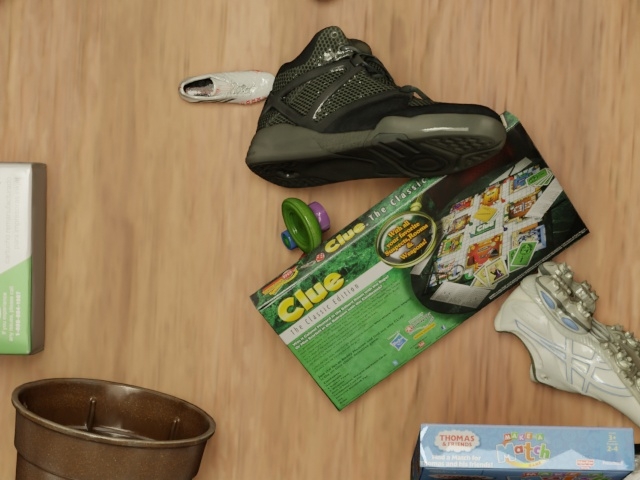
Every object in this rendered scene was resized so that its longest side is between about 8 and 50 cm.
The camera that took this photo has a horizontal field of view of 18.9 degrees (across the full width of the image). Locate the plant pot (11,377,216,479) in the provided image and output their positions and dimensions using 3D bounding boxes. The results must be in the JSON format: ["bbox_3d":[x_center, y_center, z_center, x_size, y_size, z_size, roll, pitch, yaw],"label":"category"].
[{"bbox_3d":[-0.181,0.214,1.562,0.167,0.167,0.165,11,99,1],"label":"plant pot"}]

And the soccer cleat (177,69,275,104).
[{"bbox_3d":[-0.078,-0.128,1.604,0.083,0.035,0.029,-2,92,1],"label":"soccer cleat"}]

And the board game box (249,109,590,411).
[{"bbox_3d":[0.083,0.019,1.579,0.260,0.030,0.136,-35,126,1],"label":"board game box"}]

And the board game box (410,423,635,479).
[{"bbox_3d":[0.154,0.178,1.523,0.160,0.211,0.039,1,77,1],"label":"board game box"}]

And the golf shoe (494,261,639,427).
[{"bbox_3d":[0.220,0.103,1.605,0.086,0.069,0.176,-40,91,27],"label":"golf shoe"}]

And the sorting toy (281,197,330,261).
[{"bbox_3d":[0.000,0.000,1.597,0.042,0.061,0.102,-27,126,-21],"label":"sorting toy"}]

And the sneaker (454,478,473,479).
[{"bbox_3d":[0.160,0.240,1.529,0.106,0.267,0.101,-45,55,-7],"label":"sneaker"}]

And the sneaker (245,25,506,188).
[{"bbox_3d":[0.048,-0.115,1.542,0.228,0.087,0.130,-3,68,37],"label":"sneaker"}]

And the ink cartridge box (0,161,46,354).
[{"bbox_3d":[-0.340,0.013,1.585,0.219,0.092,0.160,0,91,0],"label":"ink cartridge box"}]

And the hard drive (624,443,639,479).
[{"bbox_3d":[0.369,0.330,1.601,0.237,0.064,0.339,-5,93,1],"label":"hard drive"}]
